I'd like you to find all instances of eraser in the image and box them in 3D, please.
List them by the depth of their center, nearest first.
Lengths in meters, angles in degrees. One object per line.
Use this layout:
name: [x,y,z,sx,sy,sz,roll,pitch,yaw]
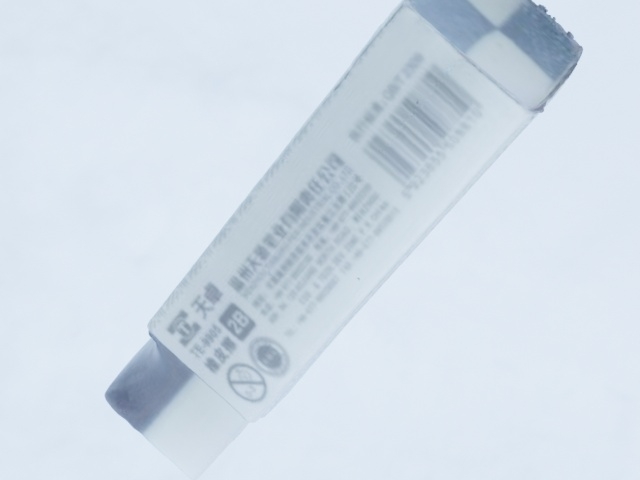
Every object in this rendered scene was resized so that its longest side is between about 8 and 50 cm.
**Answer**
eraser: [0.000,0.000,0.992,0.098,0.404,0.096,42,43,2]
